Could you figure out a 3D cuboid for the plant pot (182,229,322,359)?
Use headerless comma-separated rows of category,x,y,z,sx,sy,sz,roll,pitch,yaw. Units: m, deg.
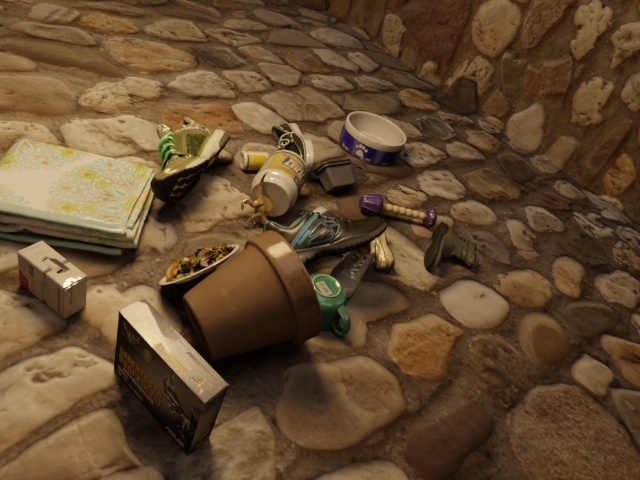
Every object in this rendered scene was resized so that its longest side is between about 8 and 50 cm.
plant pot,-0.157,0.138,1.003,0.229,0.263,0.263,-25,57,-24

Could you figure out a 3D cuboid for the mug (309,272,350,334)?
mug,0.013,0.149,1.168,0.158,0.097,0.129,21,38,-2

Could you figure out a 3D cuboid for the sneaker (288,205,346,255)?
sneaker,0.000,0.000,1.340,0.153,0.099,0.282,31,36,12

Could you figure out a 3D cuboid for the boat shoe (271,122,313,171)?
boat shoe,-0.108,-0.342,1.684,0.105,0.113,0.306,-3,42,-21

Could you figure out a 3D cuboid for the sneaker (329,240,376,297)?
sneaker,0.091,0.068,1.311,0.087,0.092,0.228,29,39,4

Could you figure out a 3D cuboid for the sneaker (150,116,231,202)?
sneaker,-0.417,-0.250,1.360,0.182,0.158,0.410,34,28,-10

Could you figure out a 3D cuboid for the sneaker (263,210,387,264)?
sneaker,0.017,-0.023,1.213,0.341,0.125,0.139,-17,83,-23

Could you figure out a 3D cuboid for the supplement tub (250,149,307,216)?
supplement tub,-0.128,-0.177,1.447,0.144,0.144,0.199,21,38,-2

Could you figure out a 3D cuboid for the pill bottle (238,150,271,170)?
pill bottle,-0.211,-0.268,1.578,0.116,0.065,0.065,-3,45,-29

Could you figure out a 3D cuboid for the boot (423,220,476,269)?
boot,0.439,0.040,1.538,0.161,0.083,0.246,32,40,2

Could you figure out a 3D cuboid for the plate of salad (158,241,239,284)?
plate of salad,-0.284,0.046,1.086,0.200,0.200,0.048,-37,108,-49

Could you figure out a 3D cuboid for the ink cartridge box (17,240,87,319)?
ink cartridge box,-0.547,0.081,0.961,0.135,0.099,0.056,34,38,12

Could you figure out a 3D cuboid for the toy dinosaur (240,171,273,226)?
toy dinosaur,-0.181,-0.106,1.351,0.093,0.183,0.053,-10,18,-16

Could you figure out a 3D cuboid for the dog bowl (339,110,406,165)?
dog bowl,0.216,-0.426,1.955,0.265,0.104,0.265,15,39,-12

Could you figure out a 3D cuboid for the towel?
towel,-0.620,-0.111,1.169,0.375,0.090,0.320,12,36,-14

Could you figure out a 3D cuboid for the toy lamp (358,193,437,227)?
toy lamp,0.267,-0.106,1.619,0.275,0.080,0.080,10,40,-15

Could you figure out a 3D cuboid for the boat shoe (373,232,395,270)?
boat shoe,0.166,0.012,1.443,0.072,0.068,0.190,-4,44,-14

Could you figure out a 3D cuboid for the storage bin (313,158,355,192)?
storage bin,0.053,-0.221,1.648,0.135,0.098,0.091,-14,78,-39

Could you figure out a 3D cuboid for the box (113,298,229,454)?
box,-0.276,0.244,0.839,0.231,0.183,0.056,39,41,19
